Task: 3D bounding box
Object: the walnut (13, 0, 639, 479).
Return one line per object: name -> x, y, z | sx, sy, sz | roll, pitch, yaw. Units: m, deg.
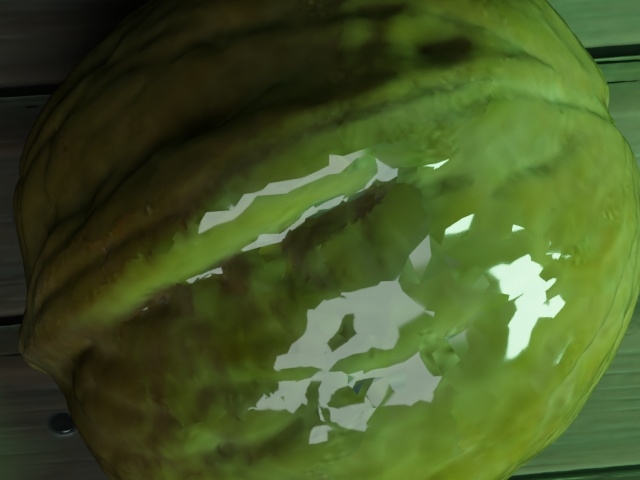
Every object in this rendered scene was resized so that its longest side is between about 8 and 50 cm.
walnut -> 0.000, 0.000, 1.013 | 0.333, 0.333, 0.333 | -2, 128, -3
